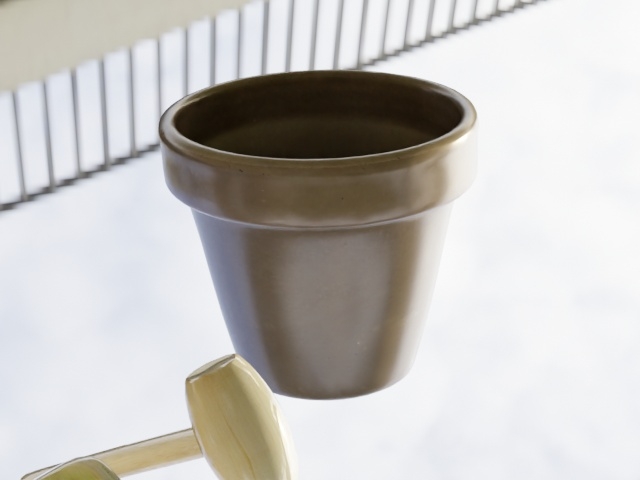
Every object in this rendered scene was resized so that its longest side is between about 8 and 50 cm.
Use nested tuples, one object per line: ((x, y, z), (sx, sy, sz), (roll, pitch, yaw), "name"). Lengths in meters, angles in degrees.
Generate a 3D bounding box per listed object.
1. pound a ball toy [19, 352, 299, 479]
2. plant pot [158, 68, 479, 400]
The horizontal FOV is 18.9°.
((-0.154, 0.206, 0.986), (0.136, 0.319, 0.208), (56, -141, -2), "pound a ball toy")
((0.000, 0.000, 1.587), (0.263, 0.229, 0.263), (-1, -158, 0), "plant pot")
